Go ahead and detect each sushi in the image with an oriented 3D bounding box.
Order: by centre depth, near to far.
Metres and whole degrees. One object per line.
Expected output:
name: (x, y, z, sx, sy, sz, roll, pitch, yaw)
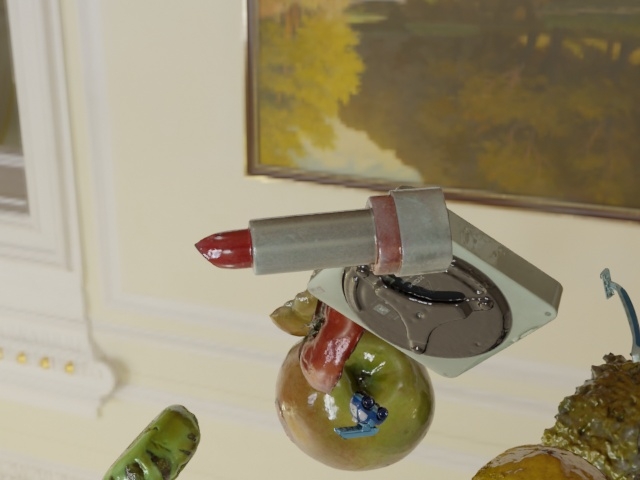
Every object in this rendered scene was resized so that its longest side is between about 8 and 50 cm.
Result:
sushi: (0.635, 0.448, 2.136, 0.240, 0.396, 0.351, 33, -105, 32)

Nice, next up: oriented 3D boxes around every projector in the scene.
projector: (0.142, 0.070, 1.306, 0.259, 0.257, 0.079, 33, -128, -10)

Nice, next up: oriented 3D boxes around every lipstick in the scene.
lipstick: (0.000, 0.000, 0.735, 0.187, 0.063, 0.057, -5, 160, -6)

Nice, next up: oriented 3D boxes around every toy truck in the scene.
toy truck: (0.069, 0.317, 1.743, 0.090, 0.073, 0.056, -50, -163, -9)

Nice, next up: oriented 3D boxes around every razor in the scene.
razor: (0.523, 0.131, 1.685, 0.037, 0.068, 0.191, -17, -142, 11)

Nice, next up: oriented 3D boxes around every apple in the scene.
apple: (0.073, 0.329, 2.098, 0.339, 0.338, 0.305, -6, 169, -16)

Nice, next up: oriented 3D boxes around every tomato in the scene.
tomato: (0.024, 0.155, 1.753, 0.101, 0.227, 0.228, 28, -158, -3)

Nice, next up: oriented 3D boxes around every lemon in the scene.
lemon: (0.352, 0.464, 1.563, 0.293, 0.292, 0.293, 0, -159, 0)

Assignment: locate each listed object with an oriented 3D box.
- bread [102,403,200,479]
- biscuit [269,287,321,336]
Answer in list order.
bread: (-0.204, 0.268, 1.210, 0.130, 0.071, 0.139, -39, -173, 41)
biscuit: (0.052, 0.112, 1.962, 0.299, 0.154, 0.045, -37, -147, 21)
